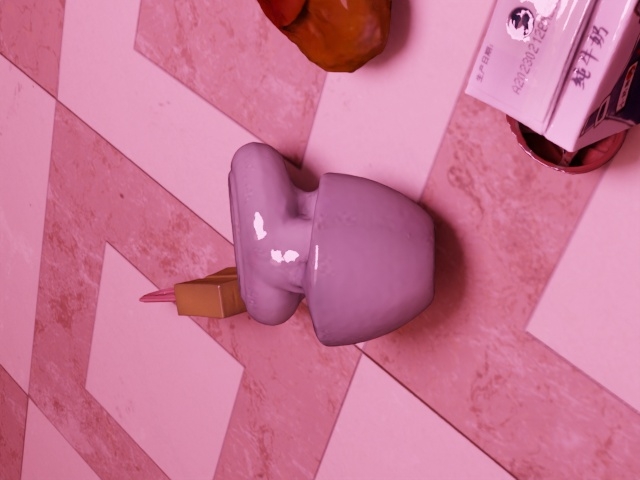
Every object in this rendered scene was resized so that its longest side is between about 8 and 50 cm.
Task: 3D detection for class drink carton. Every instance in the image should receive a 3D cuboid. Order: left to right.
[{"bbox_3d":[0.216,-0.162,0.638,0.102,0.222,0.134,38,129,28],"label":"drink carton"}]

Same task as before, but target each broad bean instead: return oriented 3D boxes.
[{"bbox_3d":[-0.014,-0.275,0.890,0.156,0.122,0.228,-32,79,42],"label":"broad bean"}]

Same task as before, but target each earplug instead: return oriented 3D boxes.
[{"bbox_3d":[-0.010,0.003,0.975,0.326,0.175,0.214,21,122,48],"label":"earplug"}]

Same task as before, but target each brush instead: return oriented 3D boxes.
[{"bbox_3d":[-0.167,0.068,1.186,0.234,0.103,0.047,-3,101,46],"label":"brush"}]

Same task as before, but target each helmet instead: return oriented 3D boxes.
[{"bbox_3d":[0.219,-0.101,0.780,0.089,0.057,0.111,-41,67,8],"label":"helmet"}]
